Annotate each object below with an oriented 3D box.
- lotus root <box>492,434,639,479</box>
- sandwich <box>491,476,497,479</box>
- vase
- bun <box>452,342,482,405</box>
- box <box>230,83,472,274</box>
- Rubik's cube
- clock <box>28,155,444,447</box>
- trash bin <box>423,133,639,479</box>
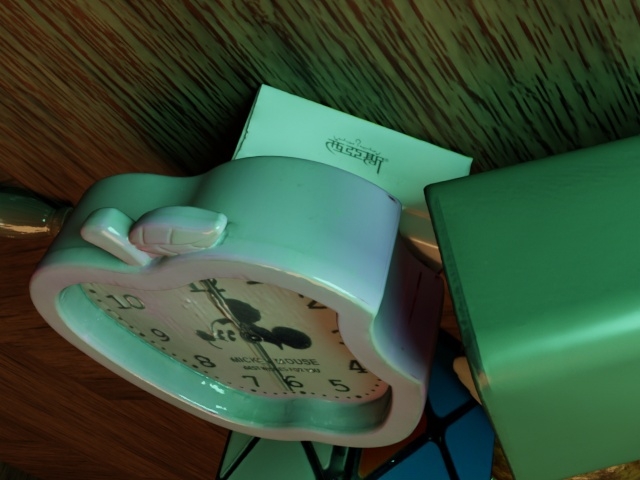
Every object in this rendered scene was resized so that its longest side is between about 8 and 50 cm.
[{"bbox_3d":[0.295,0.256,0.994,0.260,0.128,0.145,-13,141,26],"label":"lotus root"},{"bbox_3d":[0.269,0.438,1.259,0.109,0.212,0.292,4,137,-8],"label":"sandwich"},{"bbox_3d":[-0.338,-0.025,0.908,0.101,0.053,0.053,9,149,4],"label":"vase"},{"bbox_3d":[0.239,0.139,0.839,0.173,0.120,0.173,43,166,14],"label":"bun"},{"bbox_3d":[0.000,0.000,0.733,0.195,0.111,0.260,19,151,-5],"label":"box"},{"bbox_3d":[0.048,0.242,0.974,0.248,0.246,0.250,34,145,-28],"label":"Rubik's cube"},{"bbox_3d":[-0.063,0.054,0.651,0.339,0.102,0.338,13,147,9],"label":"clock"},{"bbox_3d":[0.268,0.035,0.528,0.344,0.158,0.223,-14,142,12],"label":"trash bin"}]
